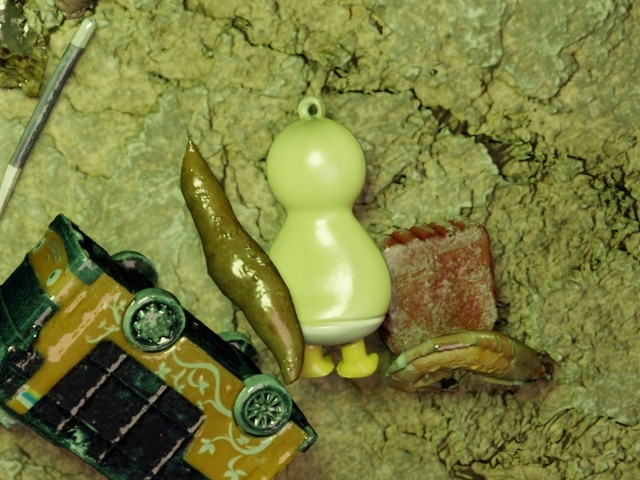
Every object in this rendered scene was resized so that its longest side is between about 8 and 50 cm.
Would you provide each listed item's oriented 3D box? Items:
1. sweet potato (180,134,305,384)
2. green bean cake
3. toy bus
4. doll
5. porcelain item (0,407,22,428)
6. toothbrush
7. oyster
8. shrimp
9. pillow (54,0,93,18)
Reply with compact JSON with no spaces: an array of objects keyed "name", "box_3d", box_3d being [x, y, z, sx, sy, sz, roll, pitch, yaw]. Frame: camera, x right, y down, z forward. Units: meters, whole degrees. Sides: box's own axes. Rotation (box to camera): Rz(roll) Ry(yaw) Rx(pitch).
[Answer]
[{"name":"sweet potato","box_3d":[-0.083,0.020,1.636,0.067,0.067,0.273,-26,79,-10]},{"name":"green bean cake","box_3d":[0.120,0.048,1.760,0.136,0.056,0.135,-13,111,-15]},{"name":"toy bus","box_3d":[-0.183,0.140,1.629,0.323,0.162,0.194,41,92,-25]},{"name":"doll","box_3d":[0.004,-0.002,1.682,0.141,0.117,0.296,1,94,21]},{"name":"porcelain item","box_3d":[-0.339,0.180,1.654,0.083,0.036,0.028,-5,138,-12]},{"name":"toothbrush","box_3d":[-0.293,-0.094,1.600,0.026,0.024,0.288,27,96,-9]},{"name":"oyster","box_3d":[-0.308,-0.200,1.550,0.103,0.051,0.148,-39,124,3]},{"name":"shrimp","box_3d":[0.170,0.140,1.783,0.143,0.052,0.251,-29,149,36]},{"name":"pillow","box_3d":[-0.240,-0.296,1.520,0.118,0.043,0.185,-35,131,4]}]
